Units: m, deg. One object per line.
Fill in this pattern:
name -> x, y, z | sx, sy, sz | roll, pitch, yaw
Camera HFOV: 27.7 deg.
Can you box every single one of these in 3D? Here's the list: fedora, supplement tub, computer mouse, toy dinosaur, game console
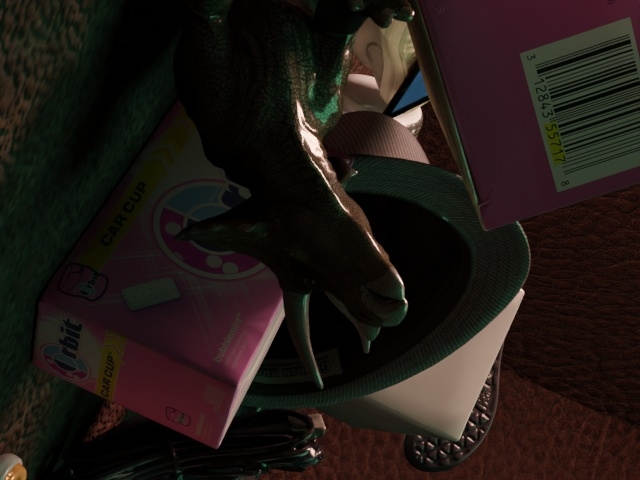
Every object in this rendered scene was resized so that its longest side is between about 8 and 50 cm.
fedora -> 0.000, 0.000, 0.907 | 0.275, 0.244, 0.124 | -43, -142, 32
supplement tub -> 0.033, -0.084, 1.490 | 0.117, 0.117, 0.190 | -60, 174, -59
computer mouse -> -0.102, 0.153, 0.952 | 0.272, 0.189, 0.072 | 113, -32, -75
toy dinosaur -> -0.030, -0.105, 0.617 | 0.160, 0.121, 0.313 | 117, -30, -47
game console -> 0.146, -0.149, 1.284 | 0.085, 0.124, 0.144 | -62, -176, -28

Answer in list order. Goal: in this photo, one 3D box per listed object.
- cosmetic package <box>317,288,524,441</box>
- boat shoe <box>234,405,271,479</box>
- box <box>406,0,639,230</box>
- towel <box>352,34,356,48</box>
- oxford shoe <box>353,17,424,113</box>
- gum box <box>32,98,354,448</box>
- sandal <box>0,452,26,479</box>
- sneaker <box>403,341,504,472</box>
cosmetic package -> 0.025, 0.084, 1.259 | 0.155, 0.197, 0.365 | -65, -170, -10
boat shoe -> -0.089, 0.265, 1.289 | 0.319, 0.099, 0.116 | -89, -172, -48
box -> 0.105, -0.160, 0.768 | 0.243, 0.117, 0.213 | -98, 169, -66
towel -> -0.025, -0.082, 1.141 | 0.324, 0.056, 0.312 | 109, 6, -47
oxford shoe -> 0.099, -0.252, 1.244 | 0.169, 0.130, 0.449 | -34, 171, -10
gum box -> -0.063, 0.006, 0.707 | 0.062, 0.107, 0.188 | 110, 5, -48
sandal -> -0.187, 0.234, 0.620 | 0.102, 0.076, 0.265 | 98, 16, -76
sneaker -> 0.139, 0.135, 1.354 | 0.234, 0.084, 0.097 | -68, -168, -20
